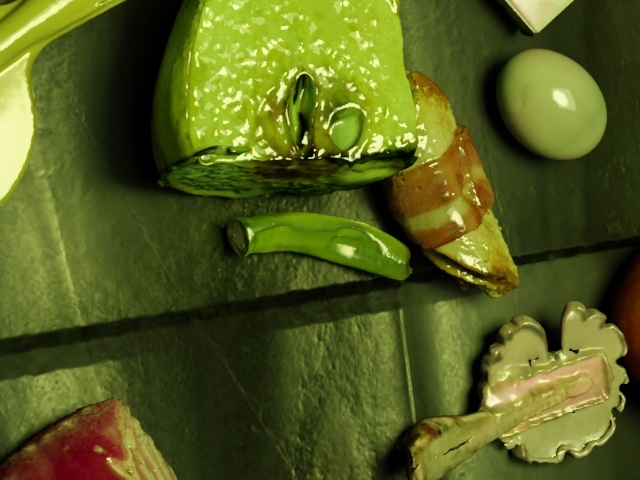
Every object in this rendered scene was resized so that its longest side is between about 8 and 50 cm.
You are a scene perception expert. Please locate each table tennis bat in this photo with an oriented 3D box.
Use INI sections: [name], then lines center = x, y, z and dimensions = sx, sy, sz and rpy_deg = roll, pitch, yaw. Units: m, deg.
[table tennis bat]
center = -0.305, -0.145, 1.264
dimensions = 0.368, 0.054, 0.224
rpy_deg = -43, 108, -23

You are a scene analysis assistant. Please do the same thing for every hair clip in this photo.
[hair clip]
center = 0.192, 0.174, 1.538
dimensions = 0.300, 0.069, 0.173
rpy_deg = -20, 111, -30

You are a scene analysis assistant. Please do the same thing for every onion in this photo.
[onion]
center = -0.192, 0.293, 1.251
dimensions = 0.247, 0.111, 0.250
rpy_deg = -37, 107, -20

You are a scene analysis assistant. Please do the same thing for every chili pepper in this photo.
[chili pepper]
center = 0.000, 0.000, 1.446
dimensions = 0.201, 0.050, 0.052
rpy_deg = 9, 97, -33

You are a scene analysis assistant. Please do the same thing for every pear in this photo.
[pear]
center = -0.054, -0.172, 1.365
dimensions = 0.238, 0.164, 0.255
rpy_deg = -5, 84, -23

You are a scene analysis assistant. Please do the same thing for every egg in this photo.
[egg]
center = 0.244, -0.144, 1.581
dimensions = 0.135, 0.103, 0.103
rpy_deg = 42, 66, -20

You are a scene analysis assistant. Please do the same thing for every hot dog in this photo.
[hot dog]
center = 0.114, -0.050, 1.498
dimensions = 0.123, 0.093, 0.262
rpy_deg = -37, 110, -54

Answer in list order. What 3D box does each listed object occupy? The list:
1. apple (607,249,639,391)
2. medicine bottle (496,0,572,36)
[apple]
center = 0.438, 0.092, 1.624
dimensions = 0.230, 0.230, 0.230
rpy_deg = 3, 85, -33
[medicine bottle]
center = 0.240, -0.343, 1.572
dimensions = 0.201, 0.052, 0.171
rpy_deg = -42, 108, 3
